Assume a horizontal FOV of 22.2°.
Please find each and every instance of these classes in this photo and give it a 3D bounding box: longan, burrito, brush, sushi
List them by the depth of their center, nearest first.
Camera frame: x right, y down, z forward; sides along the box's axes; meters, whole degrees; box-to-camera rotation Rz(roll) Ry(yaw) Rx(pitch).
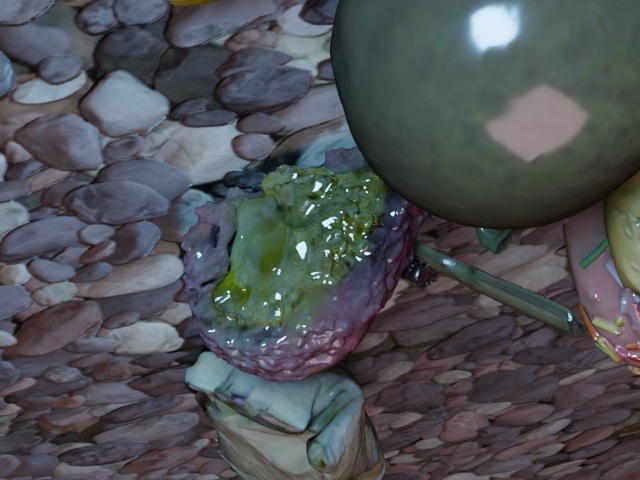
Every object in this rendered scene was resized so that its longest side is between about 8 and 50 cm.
[{"bbox_3d":[0.125,-0.114,1.017,0.248,0.248,0.248,-12,155,-5],"label":"longan"},{"bbox_3d":[0.002,0.018,1.294,0.241,0.161,0.107,-18,154,10],"label":"sushi"},{"bbox_3d":[0.108,0.032,1.339,0.043,0.248,0.036,25,90,-55],"label":"brush"},{"bbox_3d":[-0.022,0.185,1.663,0.135,0.190,0.332,-47,163,-14],"label":"burrito"}]

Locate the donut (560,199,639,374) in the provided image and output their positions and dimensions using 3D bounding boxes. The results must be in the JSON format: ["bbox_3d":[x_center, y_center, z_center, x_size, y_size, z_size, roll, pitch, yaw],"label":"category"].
[{"bbox_3d":[0.256,-0.006,1.321,0.085,0.233,0.199,-12,146,31],"label":"donut"}]

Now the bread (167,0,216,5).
[{"bbox_3d":[-0.077,-0.187,0.945,0.074,0.053,0.132,-16,154,3],"label":"bread"}]

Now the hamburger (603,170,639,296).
[{"bbox_3d":[0.304,-0.068,1.187,0.144,0.260,0.283,3,174,38],"label":"hamburger"}]

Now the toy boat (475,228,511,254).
[{"bbox_3d":[0.141,-0.063,1.284,0.071,0.089,0.185,-46,145,-17],"label":"toy boat"}]
